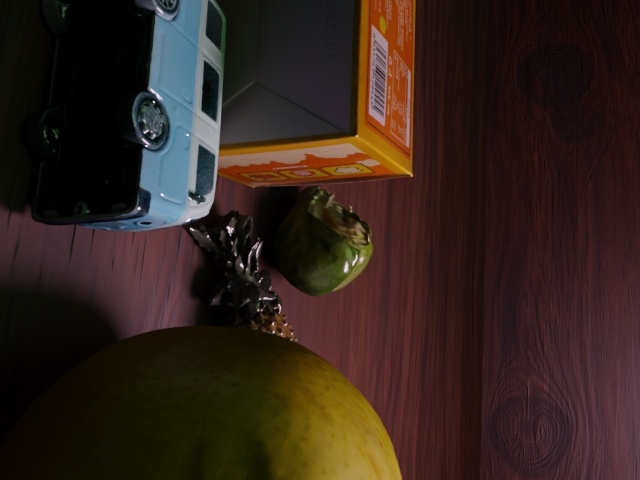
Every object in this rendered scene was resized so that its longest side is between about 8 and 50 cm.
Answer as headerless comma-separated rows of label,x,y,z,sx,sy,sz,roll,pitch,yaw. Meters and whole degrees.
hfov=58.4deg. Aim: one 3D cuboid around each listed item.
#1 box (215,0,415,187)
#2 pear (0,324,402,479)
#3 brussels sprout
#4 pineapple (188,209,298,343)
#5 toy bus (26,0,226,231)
box,-0.025,-0.227,0.736,0.214,0.260,0.283,16,75,-61
pear,-0.104,0.257,0.474,0.418,0.362,0.362,-50,132,-49
brussels sprout,-0.005,0.007,0.901,0.131,0.145,0.183,24,21,-35
pineapple,-0.098,0.084,0.765,0.125,0.125,0.251,-21,97,-61
toy bus,-0.177,-0.137,0.576,0.165,0.133,0.271,26,63,-65
